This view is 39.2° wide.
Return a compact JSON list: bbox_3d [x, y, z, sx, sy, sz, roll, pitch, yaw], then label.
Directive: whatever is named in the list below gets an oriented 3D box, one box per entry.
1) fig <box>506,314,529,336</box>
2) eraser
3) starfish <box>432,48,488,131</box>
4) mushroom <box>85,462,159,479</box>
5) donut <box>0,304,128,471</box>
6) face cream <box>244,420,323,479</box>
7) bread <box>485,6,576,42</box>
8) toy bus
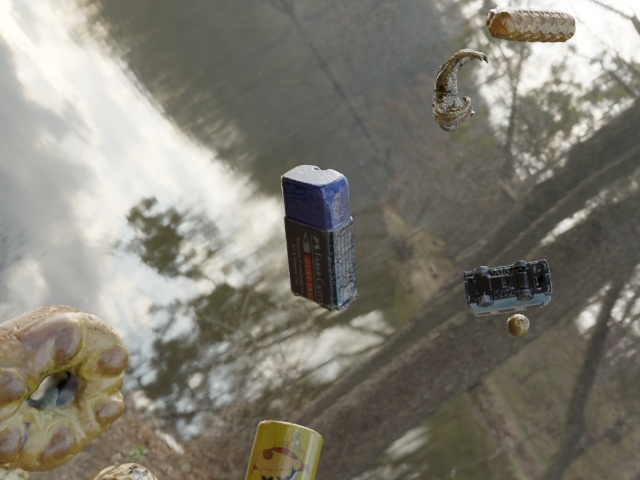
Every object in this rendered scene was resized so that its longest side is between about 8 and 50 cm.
[{"bbox_3d":[0.443,0.198,2.023,0.083,0.050,0.050,83,-18,-62],"label":"fig"},{"bbox_3d":[0.000,0.000,2.070,0.155,0.101,0.332,19,-53,36],"label":"eraser"},{"bbox_3d":[0.235,-0.257,1.527,0.190,0.074,0.146,8,94,-77],"label":"starfish"},{"bbox_3d":[-0.291,0.400,1.194,0.267,0.254,0.267,53,-4,5],"label":"mushroom"},{"bbox_3d":[-0.505,0.262,1.630,0.150,0.299,0.317,22,4,43],"label":"donut"},{"bbox_3d":[-0.082,0.444,1.302,0.105,0.105,0.349,51,47,-55],"label":"face cream"},{"bbox_3d":[0.287,-0.292,1.220,0.052,0.157,0.044,37,-56,45],"label":"bread"},{"bbox_3d":[0.277,0.073,1.319,0.075,0.123,0.060,58,26,-59],"label":"toy bus"}]
